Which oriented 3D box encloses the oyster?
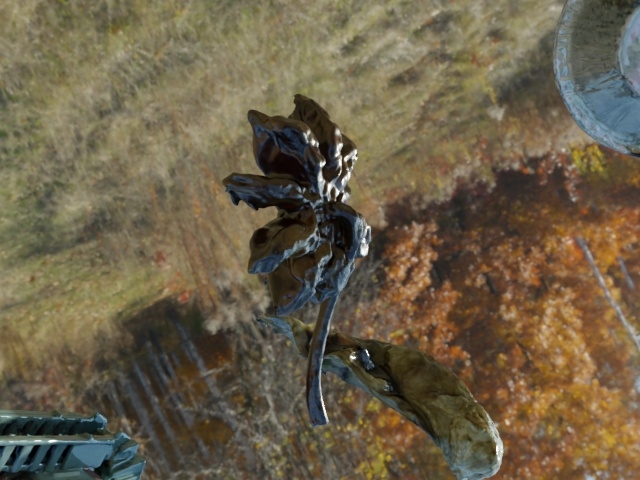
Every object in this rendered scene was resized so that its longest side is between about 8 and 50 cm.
[{"bbox_3d":[0.064,0.148,0.798,0.094,0.294,0.166,-57,180,1],"label":"oyster"}]

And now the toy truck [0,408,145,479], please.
[{"bbox_3d":[-0.261,0.209,0.519,0.338,0.133,0.184,25,89,-61],"label":"toy truck"}]

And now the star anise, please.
[{"bbox_3d":[-0.001,0.002,0.546,0.073,0.233,0.177,4,-139,21],"label":"star anise"}]

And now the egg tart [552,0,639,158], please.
[{"bbox_3d":[0.353,-0.195,0.719,0.234,0.234,0.094,-26,-172,16],"label":"egg tart"}]
